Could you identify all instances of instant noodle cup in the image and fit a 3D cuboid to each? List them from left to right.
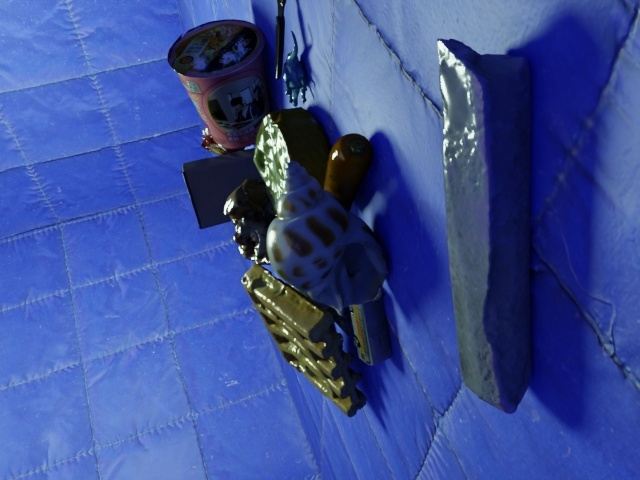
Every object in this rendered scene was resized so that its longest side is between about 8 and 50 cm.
[{"bbox_3d":[-0.223,-0.367,1.472,0.255,0.244,0.244,78,168,-50],"label":"instant noodle cup"}]

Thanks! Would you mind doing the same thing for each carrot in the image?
[{"bbox_3d":[0.040,-0.107,0.986,0.225,0.067,0.067,105,146,-70],"label":"carrot"}]

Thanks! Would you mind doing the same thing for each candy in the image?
[{"bbox_3d":[-0.051,-0.140,1.220,0.260,0.118,0.260,164,90,-75],"label":"candy"}]

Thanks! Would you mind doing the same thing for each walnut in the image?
[{"bbox_3d":[-0.111,-0.020,1.380,0.141,0.204,0.238,-40,79,32],"label":"walnut"}]

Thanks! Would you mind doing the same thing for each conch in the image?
[{"bbox_3d":[0.000,-0.001,1.003,0.275,0.183,0.148,67,-178,-47],"label":"conch"}]

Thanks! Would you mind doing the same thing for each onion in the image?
[{"bbox_3d":[-0.285,-0.373,1.911,0.195,0.140,0.218,123,168,-77],"label":"onion"}]

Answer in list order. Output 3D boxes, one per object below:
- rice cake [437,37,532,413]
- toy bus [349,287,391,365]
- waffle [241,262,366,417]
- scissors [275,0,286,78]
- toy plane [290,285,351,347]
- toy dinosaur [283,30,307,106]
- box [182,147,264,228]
[{"bbox_3d":[0.168,0.003,0.591,0.070,0.064,0.399,35,141,55],"label":"rice cake"},{"bbox_3d":[0.090,0.153,1.132,0.072,0.057,0.172,30,136,59],"label":"toy bus"},{"bbox_3d":[-0.038,0.233,1.420,0.304,0.077,0.348,28,150,47],"label":"waffle"},{"bbox_3d":[-0.073,-0.404,1.100,0.088,0.017,0.220,-125,34,-52],"label":"scissors"},{"bbox_3d":[-0.028,0.135,1.468,0.267,0.088,0.212,17,124,53],"label":"toy plane"},{"bbox_3d":[-0.050,-0.312,1.150,0.197,0.045,0.080,91,169,-64],"label":"toy dinosaur"},{"bbox_3d":[-0.271,-0.163,1.809,0.153,0.252,0.188,-138,32,-69],"label":"box"}]
